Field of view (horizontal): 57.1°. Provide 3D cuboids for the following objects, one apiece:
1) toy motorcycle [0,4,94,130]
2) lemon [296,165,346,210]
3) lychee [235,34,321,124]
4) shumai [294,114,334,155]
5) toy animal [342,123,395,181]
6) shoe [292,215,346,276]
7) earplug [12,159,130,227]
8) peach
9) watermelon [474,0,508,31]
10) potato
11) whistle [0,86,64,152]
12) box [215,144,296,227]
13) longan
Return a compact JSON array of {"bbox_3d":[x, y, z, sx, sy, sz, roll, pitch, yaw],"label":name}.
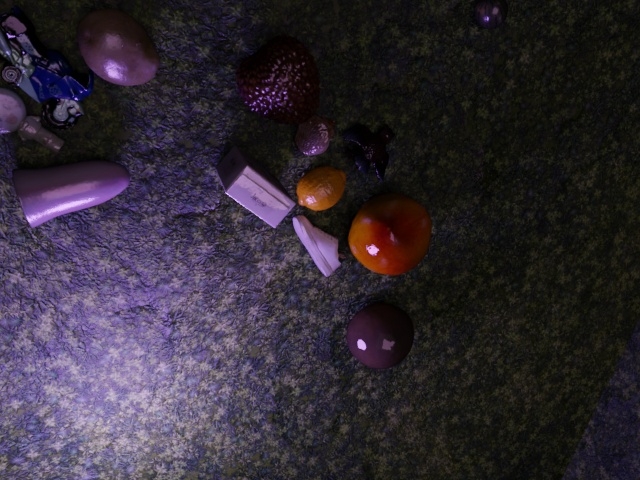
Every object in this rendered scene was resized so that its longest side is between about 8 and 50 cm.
[{"bbox_3d":[-0.748,-0.467,1.593,0.196,0.125,0.331,-36,121,-4],"label":"toy motorcycle"},{"bbox_3d":[0.007,-0.175,1.944,0.187,0.142,0.142,-32,117,-10],"label":"lemon"},{"bbox_3d":[-0.109,-0.458,1.742,0.272,0.271,0.271,-7,112,-16],"label":"lychee"},{"bbox_3d":[-0.011,-0.348,1.897,0.116,0.146,0.145,-32,128,-53],"label":"shumai"},{"bbox_3d":[0.181,-0.307,1.963,0.179,0.116,0.218,-41,111,1],"label":"toy animal"},{"bbox_3d":[0.000,0.000,2.044,0.110,0.095,0.264,-33,123,-10],"label":"shoe"},{"bbox_3d":[-0.708,-0.161,1.710,0.302,0.172,0.172,-18,115,-18],"label":"earplug"},{"bbox_3d":[0.236,-0.011,1.995,0.289,0.307,0.288,0,115,0],"label":"peach"},{"bbox_3d":[0.561,-0.740,1.930,0.105,0.105,0.133,-29,140,-6],"label":"watermelon"},{"bbox_3d":[-0.551,-0.524,1.614,0.178,0.160,0.235,-26,141,36],"label":"potato"},{"bbox_3d":[-0.842,-0.335,1.641,0.258,0.067,0.126,35,97,-31],"label":"whistle"},{"bbox_3d":[-0.204,-0.170,1.809,0.195,0.260,0.111,37,100,-26],"label":"box"},{"bbox_3d":[0.222,0.353,2.176,0.258,0.258,0.257,-7,112,-16],"label":"longan"}]
